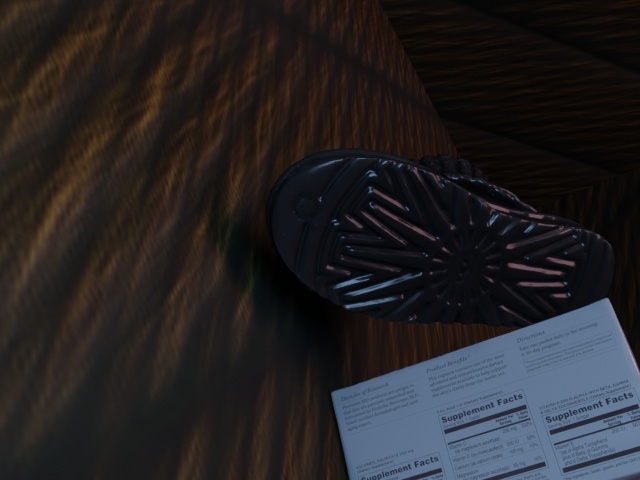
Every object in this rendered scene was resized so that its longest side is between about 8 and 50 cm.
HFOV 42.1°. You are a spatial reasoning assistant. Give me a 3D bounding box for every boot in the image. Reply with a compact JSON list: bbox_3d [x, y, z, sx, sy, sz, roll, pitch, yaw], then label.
[{"bbox_3d":[0.077,-0.023,0.800,0.348,0.131,0.260,16,15,-28],"label":"boot"}]

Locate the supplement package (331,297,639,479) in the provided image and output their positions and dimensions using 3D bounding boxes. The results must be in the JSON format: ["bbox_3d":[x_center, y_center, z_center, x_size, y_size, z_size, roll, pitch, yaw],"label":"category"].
[{"bbox_3d":[0.178,0.188,0.777,0.204,0.262,0.145,42,31,-57],"label":"supplement package"}]

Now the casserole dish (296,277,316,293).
[{"bbox_3d":[0.000,0.000,0.857,0.114,0.037,0.188,68,15,1],"label":"casserole dish"}]
